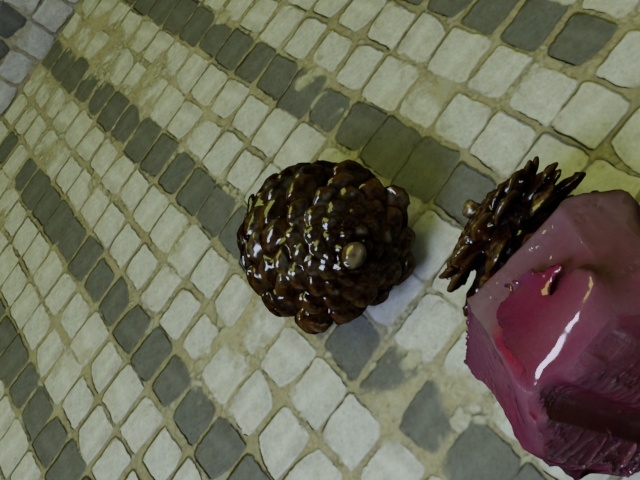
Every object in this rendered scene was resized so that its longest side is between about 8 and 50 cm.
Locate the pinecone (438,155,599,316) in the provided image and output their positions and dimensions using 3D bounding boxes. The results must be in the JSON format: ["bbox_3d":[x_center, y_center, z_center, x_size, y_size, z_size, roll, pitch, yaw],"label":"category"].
[{"bbox_3d":[0.235,0.018,0.883,0.208,0.208,0.207,-20,56,32],"label":"pinecone"}]

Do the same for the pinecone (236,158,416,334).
[{"bbox_3d":[0.000,0.000,1.071,0.224,0.224,0.272,-62,25,-4],"label":"pinecone"}]

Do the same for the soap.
[{"bbox_3d":[0.250,0.098,0.720,0.220,0.325,0.127,-47,49,13],"label":"soap"}]
